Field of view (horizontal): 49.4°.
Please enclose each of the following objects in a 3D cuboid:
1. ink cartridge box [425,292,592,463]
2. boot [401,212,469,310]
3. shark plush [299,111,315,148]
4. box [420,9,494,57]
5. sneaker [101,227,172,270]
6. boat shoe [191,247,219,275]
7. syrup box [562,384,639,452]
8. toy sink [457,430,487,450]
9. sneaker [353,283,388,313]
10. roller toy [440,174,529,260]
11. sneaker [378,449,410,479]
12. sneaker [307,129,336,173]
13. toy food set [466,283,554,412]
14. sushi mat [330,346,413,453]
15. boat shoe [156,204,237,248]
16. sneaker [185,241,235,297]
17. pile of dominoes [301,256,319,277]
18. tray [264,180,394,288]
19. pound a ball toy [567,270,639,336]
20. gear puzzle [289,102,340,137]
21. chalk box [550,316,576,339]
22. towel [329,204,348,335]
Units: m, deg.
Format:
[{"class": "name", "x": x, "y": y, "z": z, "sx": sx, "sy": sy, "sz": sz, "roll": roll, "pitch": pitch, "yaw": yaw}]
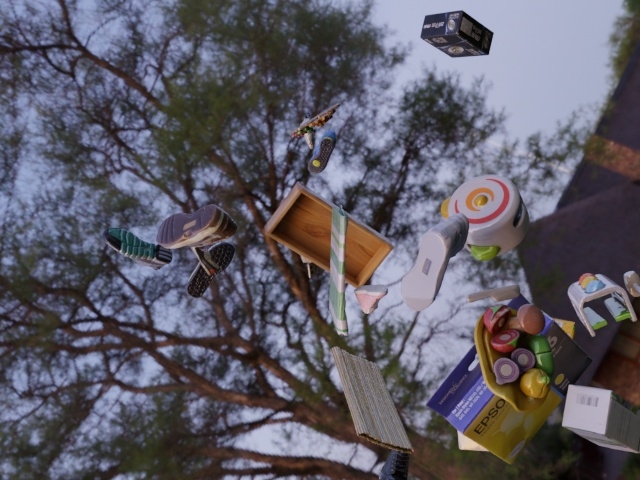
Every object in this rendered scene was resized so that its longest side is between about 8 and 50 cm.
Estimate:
[{"class": "ink cartridge box", "x": 0.412, "y": 0.301, "z": 1.476, "sx": 0.304, "sy": 0.072, "sz": 0.307, "roll": -51, "pitch": -49, "yaw": 2}, {"class": "boot", "x": 0.275, "y": 0.052, "z": 1.613, "sx": 0.123, "sy": 0.095, "sz": 0.258, "roll": -32, "pitch": -28, "yaw": -37}, {"class": "shark plush", "x": -0.051, "y": -0.418, "z": 2.621, "sx": 0.073, "sy": 0.161, "sz": 0.067, "roll": -28, "pitch": -42, "yaw": 12}, {"class": "box", "x": 0.429, "y": -0.644, "z": 2.183, "sx": 0.180, "sy": 0.147, "sz": 0.078, "roll": 15, "pitch": -92, "yaw": -44}, {"class": "sneaker", "x": -0.567, "y": 0.039, "z": 2.109, "sx": 0.098, "sy": 0.223, "sz": 0.083, "roll": -39, "pitch": 37, "yaw": 40}, {"class": "boat shoe", "x": -0.356, "y": 0.050, "z": 2.137, "sx": 0.043, "sy": 0.049, "sz": 0.137, "roll": -35, "pitch": -51, "yaw": -11}, {"class": "syrup box", "x": 0.626, "y": 0.395, "z": 1.530, "sx": 0.237, "sy": 0.093, "sz": 0.096, "roll": 30, "pitch": -111, "yaw": -44}, {"class": "toy sink", "x": 0.523, "y": 0.548, "z": 2.168, "sx": 0.234, "sy": 0.131, "sz": 0.153, "roll": 0, "pitch": -94, "yaw": -61}, {"class": "sneaker", "x": 0.141, "y": 0.155, "z": 1.817, "sx": 0.051, "sy": 0.134, "sz": 0.070, "roll": -23, "pitch": -83, "yaw": -29}, {"class": "roller toy", "x": 0.436, "y": -0.070, "z": 1.818, "sx": 0.191, "sy": 0.209, "sz": 0.146, "roll": -35, "pitch": -45, "yaw": 5}, {"class": "sneaker", "x": 0.230, "y": 0.682, "z": 2.077, "sx": 0.222, "sy": 0.083, "sz": 0.118, "roll": -177, "pitch": 110, "yaw": -85}, {"class": "sneaker", "x": 0.013, "y": -0.349, "z": 2.746, "sx": 0.209, "sy": 0.069, "sz": 0.082, "roll": 119, "pitch": 174, "yaw": -45}, {"class": "toy food set", "x": 0.323, "y": 0.164, "z": 1.131, "sx": 0.128, "sy": 0.218, "sz": 0.071, "roll": -1, "pitch": -24, "yaw": -23}, {"class": "sushi mat", "x": 0.120, "y": 0.381, "z": 1.690, "sx": 0.019, "sy": 0.151, "sz": 0.316, "roll": -56, "pitch": 25, "yaw": 19}, {"class": "boat shoe", "x": -0.302, "y": -0.016, "z": 1.704, "sx": 0.095, "sy": 0.257, "sz": 0.095, "roll": 30, "pitch": -115, "yaw": -37}, {"class": "sneaker", "x": -0.369, "y": 0.084, "z": 2.279, "sx": 0.235, "sy": 0.084, "sz": 0.097, "roll": -48, "pitch": 17, "yaw": 13}, {"class": "pile of dominoes", "x": 0.000, "y": 0.000, "z": 2.634, "sx": 0.251, "sy": 0.040, "sz": 0.196, "roll": -52, "pitch": -48, "yaw": -46}, {"class": "tray", "x": 0.032, "y": -0.013, "z": 2.419, "sx": 0.203, "sy": 0.411, "sz": 0.076, "roll": -52, "pitch": 22, "yaw": 15}, {"class": "pound a ball toy", "x": 0.817, "y": 0.146, "z": 1.960, "sx": 0.208, "sy": 0.136, "sz": 0.319, "roll": -24, "pitch": -1, "yaw": 15}, {"class": "gear puzzle", "x": -0.005, "y": -0.397, "z": 2.343, "sx": 0.175, "sy": 0.044, "sz": 0.339, "roll": -32, "pitch": 9, "yaw": -5}, {"class": "chalk box", "x": 0.745, "y": 0.362, "z": 2.249, "sx": 0.132, "sy": 0.132, "sz": 0.213, "roll": -62, "pitch": -32, "yaw": -33}, {"class": "towel", "x": 0.055, "y": 0.076, "z": 1.925, "sx": 0.248, "sy": 0.038, "sz": 0.325, "roll": -111, "pitch": 22, "yaw": -79}]
